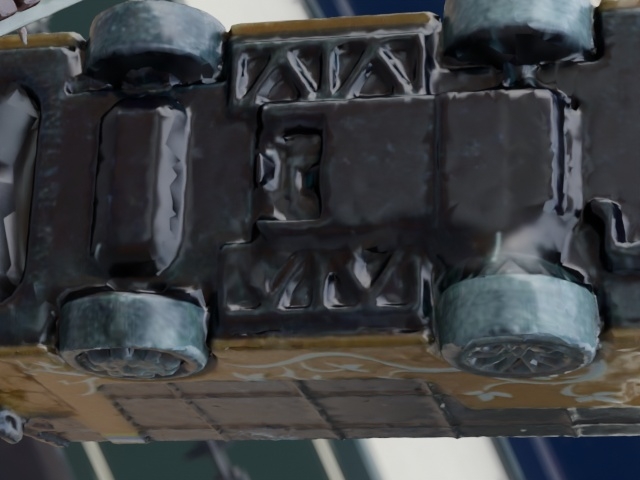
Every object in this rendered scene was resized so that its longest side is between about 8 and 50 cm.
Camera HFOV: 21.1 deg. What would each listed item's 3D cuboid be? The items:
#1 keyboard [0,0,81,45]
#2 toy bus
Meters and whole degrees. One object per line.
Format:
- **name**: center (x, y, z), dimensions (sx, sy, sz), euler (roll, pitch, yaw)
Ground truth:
- **keyboard**: center (-0.079, -0.073, 0.408), dimensions (0.166, 0.017, 0.055), euler (-31, 101, -35)
- **toy bus**: center (0.000, 0.000, 0.738), dimensions (0.194, 0.323, 0.162), euler (57, 33, -67)
